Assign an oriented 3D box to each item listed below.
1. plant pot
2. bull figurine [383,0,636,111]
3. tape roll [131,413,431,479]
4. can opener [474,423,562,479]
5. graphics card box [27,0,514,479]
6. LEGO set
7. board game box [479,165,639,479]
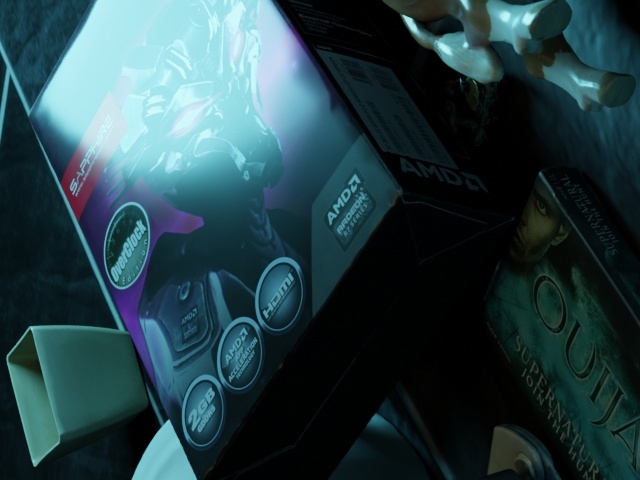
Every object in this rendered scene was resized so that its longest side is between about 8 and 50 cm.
[{"bbox_3d":[-0.220,0.135,1.708,0.109,0.096,0.109,-41,62,61],"label":"plant pot"},{"bbox_3d":[0.103,-0.211,0.877,0.188,0.101,0.310,55,145,39],"label":"bull figurine"},{"bbox_3d":[-0.033,0.247,1.257,0.286,0.100,0.286,-9,78,53],"label":"tape roll"},{"bbox_3d":[0.097,0.227,1.089,0.074,0.093,0.280,49,146,47],"label":"can opener"},{"bbox_3d":[-0.050,-0.050,1.157,0.233,0.094,0.371,-55,44,26],"label":"graphics card box"},{"bbox_3d":[0.089,-0.083,1.060,0.083,0.023,0.054,-145,51,-74],"label":"LEGO set"},{"bbox_3d":[0.149,0.068,0.978,0.186,0.026,0.126,61,150,35],"label":"board game box"}]
